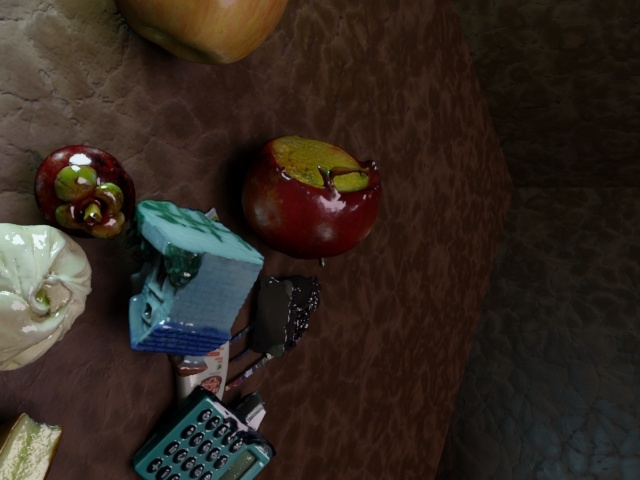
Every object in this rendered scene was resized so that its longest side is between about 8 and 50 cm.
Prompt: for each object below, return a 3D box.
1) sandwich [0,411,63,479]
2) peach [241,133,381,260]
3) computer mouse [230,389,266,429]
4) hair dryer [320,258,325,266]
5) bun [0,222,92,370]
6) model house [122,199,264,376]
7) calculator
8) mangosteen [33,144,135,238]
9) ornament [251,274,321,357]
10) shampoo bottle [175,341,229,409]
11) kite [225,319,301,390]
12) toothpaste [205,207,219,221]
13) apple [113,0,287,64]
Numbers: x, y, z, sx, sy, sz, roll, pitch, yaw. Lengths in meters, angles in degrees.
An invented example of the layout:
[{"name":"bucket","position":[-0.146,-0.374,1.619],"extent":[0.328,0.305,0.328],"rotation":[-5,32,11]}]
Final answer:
[{"name":"sandwich","position":[-0.553,0.424,0.876],"extent":[0.122,0.128,0.236],"rotation":[47,50,-41]},{"name":"peach","position":[-0.022,-0.102,1.367],"extent":[0.406,0.335,0.310],"rotation":[-19,135,-56]},{"name":"computer mouse","position":[-0.226,0.492,1.333],"extent":[0.071,0.126,0.231],"rotation":[40,64,-24]},{"name":"hair dryer","position":[0.000,0.000,1.641],"extent":[0.100,0.057,0.198],"rotation":[-29,122,-46]},{"name":"bun","position":[-0.514,0.089,0.869],"extent":[0.259,0.159,0.259],"rotation":[-5,97,-51]},{"name":"model house","position":[-0.311,0.118,1.070],"extent":[0.251,0.295,0.329],"rotation":[10,107,-46]},{"name":"calculator","position":[-0.268,0.513,1.203],"extent":[0.248,0.058,0.274],"rotation":[-44,110,-16]},{"name":"mangosteen","position":[-0.428,-0.082,0.936],"extent":[0.199,0.199,0.200],"rotation":[-7,99,-53]},{"name":"ornament","position":[-0.082,0.218,1.502],"extent":[0.260,0.106,0.251],"rotation":[19,81,-65]},{"name":"shampoo bottle","position":[-0.303,0.376,1.249],"extent":[0.153,0.071,0.284],"rotation":[8,86,-51]},{"name":"kite","position":[-0.161,0.286,1.472],"extent":[0.360,0.022,0.204],"rotation":[-36,119,-47]},{"name":"toothpaste","position":[-0.248,0.040,1.315],"extent":[0.078,0.046,0.248],"rotation":[-50,128,-44]},{"name":"apple","position":[-0.238,-0.542,0.999],"extent":[0.391,0.391,0.347],"rotation":[12,91,-53]}]
